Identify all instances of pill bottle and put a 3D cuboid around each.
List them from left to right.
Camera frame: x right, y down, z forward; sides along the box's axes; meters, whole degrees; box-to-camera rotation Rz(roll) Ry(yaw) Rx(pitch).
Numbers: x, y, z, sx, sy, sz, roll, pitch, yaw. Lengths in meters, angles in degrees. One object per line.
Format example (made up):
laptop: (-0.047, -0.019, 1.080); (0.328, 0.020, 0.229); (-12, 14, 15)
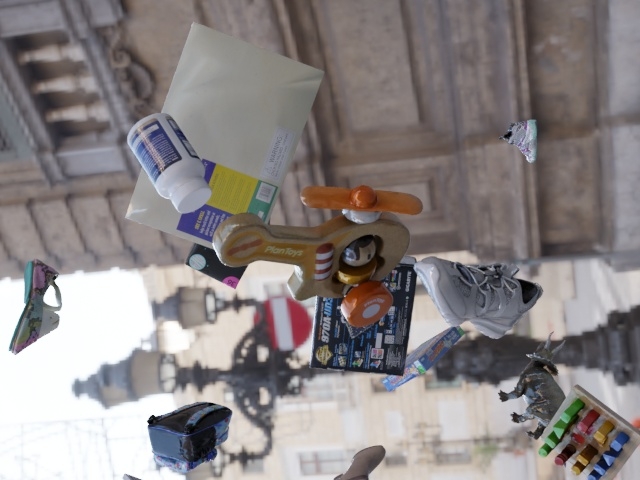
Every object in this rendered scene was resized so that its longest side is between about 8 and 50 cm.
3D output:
pill bottle: (-0.261, -0.133, 1.771); (0.169, 0.094, 0.094); (56, 180, 22)

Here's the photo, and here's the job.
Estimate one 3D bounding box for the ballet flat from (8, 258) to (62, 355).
ballet flat: (-0.509, 0.122, 1.834); (0.077, 0.079, 0.221); (-58, 24, 35)

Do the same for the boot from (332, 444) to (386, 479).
boot: (0.064, 0.381, 1.634); (0.042, 0.118, 0.087); (53, 175, -8)

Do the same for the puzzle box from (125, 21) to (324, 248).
puzzle box: (-0.189, -0.188, 1.978); (0.052, 0.272, 0.408); (-106, 37, -78)

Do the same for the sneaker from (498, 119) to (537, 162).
sneaker: (0.362, -0.182, 1.852); (0.098, 0.069, 0.038); (78, -163, -45)

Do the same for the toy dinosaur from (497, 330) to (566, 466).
toy dinosaur: (0.538, 0.391, 2.455); (0.121, 0.160, 0.313); (11, -127, -37)

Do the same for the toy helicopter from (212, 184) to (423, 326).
toy helicopter: (0.000, 0.000, 1.528); (0.355, 0.235, 0.140); (6, -140, -41)

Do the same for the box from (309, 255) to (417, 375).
box: (0.077, 0.132, 1.822); (0.051, 0.175, 0.220); (-89, 4, -71)

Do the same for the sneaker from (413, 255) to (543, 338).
sneaker: (0.234, 0.062, 1.489); (0.281, 0.115, 0.105); (20, -144, -55)

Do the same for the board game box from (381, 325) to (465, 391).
board game box: (0.247, 0.279, 2.419); (0.035, 0.136, 0.201); (55, -140, 2)

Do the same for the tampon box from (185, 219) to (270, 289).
tampon box: (-0.192, -0.004, 2.122); (0.161, 0.120, 0.101); (-61, 9, 15)

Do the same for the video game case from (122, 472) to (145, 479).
video game case: (-0.238, 0.394, 1.547); (0.122, 0.087, 0.011); (29, -95, -31)

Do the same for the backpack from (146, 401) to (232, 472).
backpack: (-0.284, 0.435, 2.291); (0.173, 0.158, 0.116); (-20, -72, -49)

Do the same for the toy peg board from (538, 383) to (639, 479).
toy peg board: (0.515, 0.398, 1.974); (0.079, 0.161, 0.161); (-27, -33, -46)
